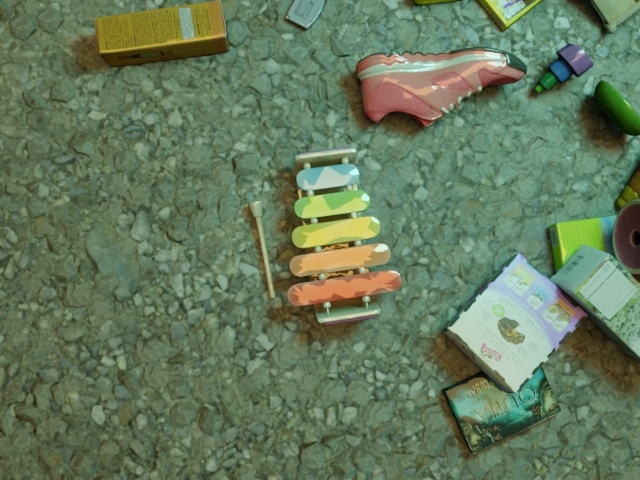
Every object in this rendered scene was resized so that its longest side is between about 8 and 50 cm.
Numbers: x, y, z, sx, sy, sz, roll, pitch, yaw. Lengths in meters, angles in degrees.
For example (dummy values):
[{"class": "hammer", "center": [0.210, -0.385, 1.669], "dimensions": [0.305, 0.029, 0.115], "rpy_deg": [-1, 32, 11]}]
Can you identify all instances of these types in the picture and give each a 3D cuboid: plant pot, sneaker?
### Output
[{"class": "plant pot", "center": [0.621, -0.004, 1.088], "dimensions": [0.180, 0.201, 0.201], "rpy_deg": [1, 85, -9]}, {"class": "sneaker", "center": [0.225, -0.281, 1.188], "dimensions": [0.314, 0.116, 0.136], "rpy_deg": [-2, 95, 4]}]

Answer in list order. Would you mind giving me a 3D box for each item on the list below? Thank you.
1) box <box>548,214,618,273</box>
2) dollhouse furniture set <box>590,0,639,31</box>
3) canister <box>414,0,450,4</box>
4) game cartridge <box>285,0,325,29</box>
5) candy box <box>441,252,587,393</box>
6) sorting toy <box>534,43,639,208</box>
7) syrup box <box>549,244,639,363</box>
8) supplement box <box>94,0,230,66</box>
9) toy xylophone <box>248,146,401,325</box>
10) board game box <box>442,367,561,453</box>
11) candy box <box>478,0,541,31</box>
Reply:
[{"class": "box", "center": [0.531, 0.010, 1.196], "dimensions": [0.178, 0.042, 0.109], "rpy_deg": [-7, 87, -4]}, {"class": "dollhouse furniture set", "center": [0.609, -0.530, 1.242], "dimensions": [0.355, 0.174, 0.303], "rpy_deg": [-36, 115, 21]}, {"class": "canister", "center": [0.227, -0.551, 1.216], "dimensions": [0.126, 0.073, 0.170], "rpy_deg": [-9, 87, -3]}, {"class": "game cartridge", "center": [-0.025, -0.452, 1.223], "dimensions": [0.056, 0.017, 0.083], "rpy_deg": [28, 84, 3]}, {"class": "candy box", "center": [0.348, 0.150, 1.147], "dimensions": [0.196, 0.070, 0.165], "rpy_deg": [-44, 81, -9]}, {"class": "sorting toy", "center": [0.540, -0.197, 1.198], "dimensions": [0.126, 0.127, 0.365], "rpy_deg": [-40, 89, 19]}, {"class": "syrup box", "center": [0.540, 0.123, 1.137], "dimensions": [0.237, 0.096, 0.093], "rpy_deg": [41, 94, -11]}, {"class": "supplement box", "center": [-0.291, -0.382, 1.174], "dimensions": [0.233, 0.078, 0.080], "rpy_deg": [-11, 86, -4]}, {"class": "toy xylophone", "center": [0.000, 0.000, 1.153], "dimensions": [0.236, 0.081, 0.323], "rpy_deg": [-16, 86, -4]}, {"class": "board game box", "center": [0.336, 0.297, 1.171], "dimensions": [0.186, 0.026, 0.126], "rpy_deg": [-24, 86, -4]}, {"class": "candy box", "center": [0.406, -0.515, 1.244], "dimensions": [0.206, 0.027, 0.105], "rpy_deg": [-39, 86, -5]}]
